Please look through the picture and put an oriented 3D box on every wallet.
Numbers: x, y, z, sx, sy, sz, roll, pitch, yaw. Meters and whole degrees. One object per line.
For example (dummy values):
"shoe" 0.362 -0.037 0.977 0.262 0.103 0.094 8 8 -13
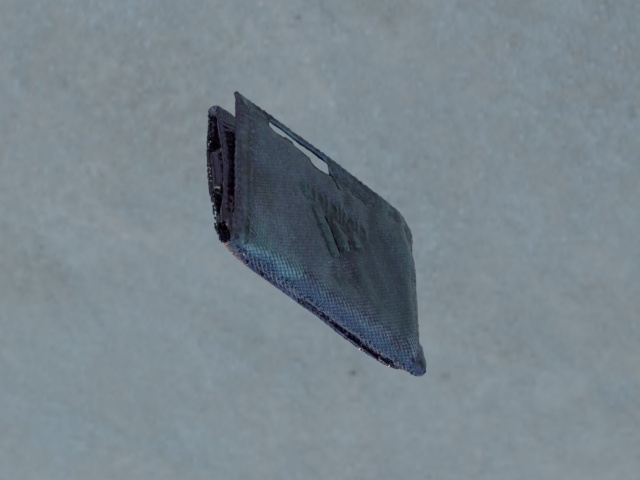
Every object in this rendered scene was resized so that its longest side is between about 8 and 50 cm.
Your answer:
"wallet" -0.001 0.001 0.828 0.030 0.111 0.166 -30 132 30
